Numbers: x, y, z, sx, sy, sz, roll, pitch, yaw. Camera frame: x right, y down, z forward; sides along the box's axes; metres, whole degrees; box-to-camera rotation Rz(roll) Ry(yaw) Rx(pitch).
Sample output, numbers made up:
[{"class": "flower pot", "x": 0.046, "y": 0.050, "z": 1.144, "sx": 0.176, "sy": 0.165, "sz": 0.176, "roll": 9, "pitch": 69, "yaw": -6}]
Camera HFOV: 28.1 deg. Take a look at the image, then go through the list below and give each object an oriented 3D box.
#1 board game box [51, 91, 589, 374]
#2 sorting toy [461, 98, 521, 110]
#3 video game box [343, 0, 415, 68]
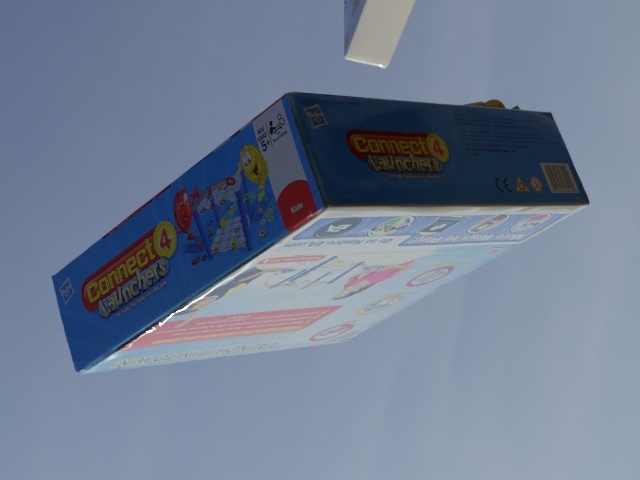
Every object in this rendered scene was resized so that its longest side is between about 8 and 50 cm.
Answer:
[{"class": "board game box", "x": 0.000, "y": 0.000, "z": 1.008, "sx": 0.308, "sy": 0.302, "sz": 0.086, "roll": -2, "pitch": -113, "yaw": -46}, {"class": "sorting toy", "x": 0.169, "y": -0.119, "z": 1.422, "sx": 0.127, "sy": 0.126, "sz": 0.365, "roll": 57, "pitch": -162, "yaw": 2}, {"class": "video game box", "x": 0.064, "y": -0.283, "z": 1.080, "sx": 0.205, "sy": 0.048, "sz": 0.187, "roll": 112, "pitch": 161, "yaw": -51}]
